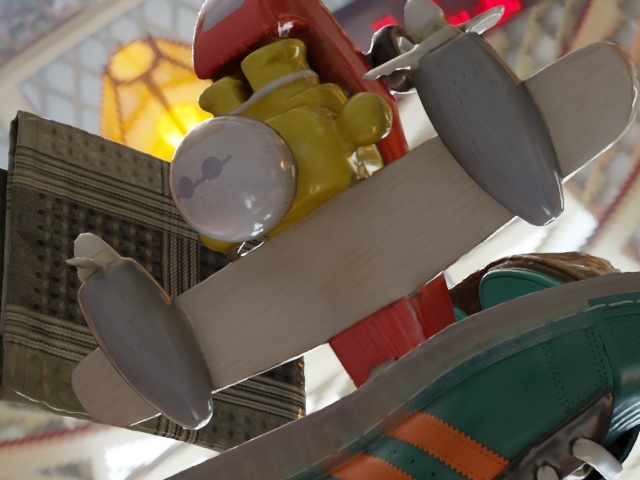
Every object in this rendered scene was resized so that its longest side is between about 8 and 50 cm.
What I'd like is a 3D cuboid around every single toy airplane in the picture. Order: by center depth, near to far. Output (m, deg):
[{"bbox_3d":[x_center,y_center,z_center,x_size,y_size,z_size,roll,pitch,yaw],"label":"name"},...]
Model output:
[{"bbox_3d":[0.000,0.000,1.218,0.384,0.272,0.386,22,-87,38],"label":"toy airplane"}]

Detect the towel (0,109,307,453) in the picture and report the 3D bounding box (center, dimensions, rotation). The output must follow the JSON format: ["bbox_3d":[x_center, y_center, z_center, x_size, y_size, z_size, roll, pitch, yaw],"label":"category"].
[{"bbox_3d":[-0.156,0.050,1.587,0.056,0.324,0.312,-40,-139,42],"label":"towel"}]

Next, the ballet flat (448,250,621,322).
[{"bbox_3d":[0.166,0.065,1.355,0.124,0.116,0.342,-21,179,-29],"label":"ballet flat"}]

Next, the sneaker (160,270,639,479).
[{"bbox_3d":[0.044,0.123,0.733,0.302,0.108,0.121,-29,-117,11],"label":"sneaker"}]
